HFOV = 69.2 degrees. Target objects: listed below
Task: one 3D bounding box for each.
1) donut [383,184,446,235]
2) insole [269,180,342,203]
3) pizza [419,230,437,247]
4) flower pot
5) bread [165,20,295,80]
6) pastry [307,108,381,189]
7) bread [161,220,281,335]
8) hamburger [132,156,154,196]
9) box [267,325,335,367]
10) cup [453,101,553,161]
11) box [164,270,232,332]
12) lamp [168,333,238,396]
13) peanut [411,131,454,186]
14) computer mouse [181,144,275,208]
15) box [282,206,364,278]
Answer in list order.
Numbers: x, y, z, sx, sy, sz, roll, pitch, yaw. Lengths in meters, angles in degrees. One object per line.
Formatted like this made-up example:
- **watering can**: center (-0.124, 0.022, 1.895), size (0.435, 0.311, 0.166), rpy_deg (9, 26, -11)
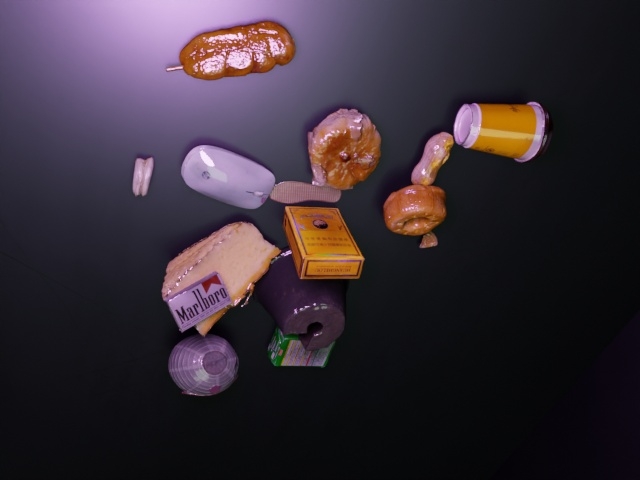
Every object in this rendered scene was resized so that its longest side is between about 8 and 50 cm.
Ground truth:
- **donut**: center (0.324, -0.103, 1.596), size (0.226, 0.114, 0.227), rpy_deg (-3, 156, -1)
- **insole**: center (-0.047, -0.159, 1.552), size (0.252, 0.005, 0.086), rpy_deg (0, 124, -16)
- **pizza**: center (0.406, -0.002, 1.781), size (0.078, 0.025, 0.083), rpy_deg (-34, 119, 3)
- **flower pot**: center (-0.039, 0.223, 1.670), size (0.378, 0.251, 0.380), rpy_deg (-7, 123, -11)
- **bread**: center (-0.236, -0.489, 1.223), size (0.343, 0.084, 0.124), rpy_deg (-14, 104, -6)
- **pastry**: center (0.078, -0.272, 1.439), size (0.235, 0.121, 0.257), rpy_deg (-14, 127, -8)
- **bread**: center (-0.318, 0.121, 1.512), size (0.315, 0.279, 0.248), rpy_deg (-29, 121, 19)
- **hamburger**: center (-0.519, -0.177, 1.352), size (0.054, 0.084, 0.121), rpy_deg (10, 122, -24)
- **box**: center (-0.074, 0.427, 1.889), size (0.249, 0.103, 0.180), rpy_deg (8, 121, -23)
- **cup**: center (0.585, -0.359, 1.499), size (0.279, 0.196, 0.197), rpy_deg (5, 122, -9)
- **box**: center (-0.372, 0.187, 1.427), size (0.177, 0.035, 0.115), rpy_deg (-31, 113, -26)
- **lamp**: center (-0.434, 0.464, 1.737), size (0.265, 0.233, 0.233), rpy_deg (1, 124, -32)
- **peanut**: center (0.371, -0.268, 1.552), size (0.087, 0.087, 0.207), rpy_deg (13, 121, -24)
- **computer mouse**: center (-0.276, -0.185, 1.412), size (0.288, 0.097, 0.160), rpy_deg (24, 112, -28)
- **box**: center (0.000, 0.000, 1.490), size (0.192, 0.302, 0.084), rpy_deg (2, 123, -18)
